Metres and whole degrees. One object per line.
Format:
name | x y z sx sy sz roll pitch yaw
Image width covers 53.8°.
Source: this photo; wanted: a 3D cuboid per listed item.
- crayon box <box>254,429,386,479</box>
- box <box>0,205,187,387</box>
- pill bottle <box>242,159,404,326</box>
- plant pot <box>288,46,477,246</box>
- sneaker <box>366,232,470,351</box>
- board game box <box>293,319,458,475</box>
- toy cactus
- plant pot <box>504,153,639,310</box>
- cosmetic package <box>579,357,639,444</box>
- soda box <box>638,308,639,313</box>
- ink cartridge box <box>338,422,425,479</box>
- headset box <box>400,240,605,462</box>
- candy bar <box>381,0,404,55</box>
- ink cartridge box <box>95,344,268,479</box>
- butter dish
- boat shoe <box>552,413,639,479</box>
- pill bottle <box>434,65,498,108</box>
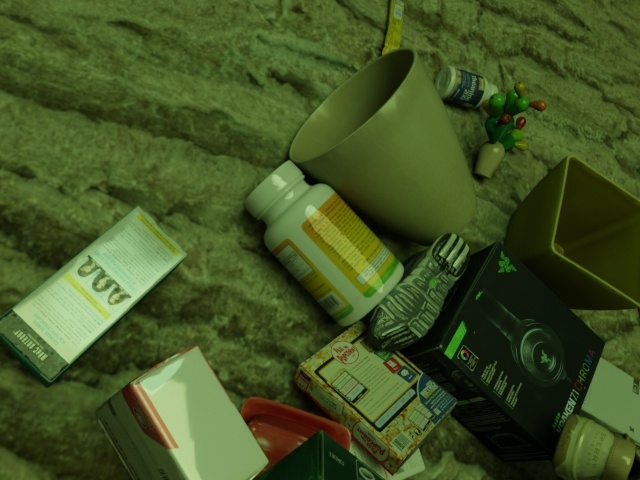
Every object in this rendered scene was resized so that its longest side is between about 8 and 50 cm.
crayon box | -0.042 0.386 0.735 0.203 0.323 0.083 42 18 -18
box | -0.300 0.070 0.839 0.100 0.060 0.244 45 58 -4
pill bottle | 0.000 0.000 0.969 0.246 0.136 0.136 47 58 -3
plant pot | 0.131 -0.126 1.045 0.274 0.256 0.257 46 56 -24
sneaker | 0.142 0.091 1.015 0.086 0.132 0.229 46 70 -4
board game box | 0.080 0.220 0.920 0.193 0.045 0.146 39 45 23
toy cactus | 0.362 -0.205 1.238 0.112 0.219 0.181 23 91 19
plant pot | 0.455 0.010 1.162 0.212 0.187 0.212 29 61 -13
cosmetic package | 0.529 0.303 1.147 0.231 0.085 0.117 31 60 -14
soda box | 0.719 0.106 1.312 0.083 0.092 0.264 6 69 -23
ink cartridge box | 0.051 0.313 0.917 0.181 0.061 0.105 -10 74 -29
headset box | 0.296 0.178 1.051 0.283 0.131 0.246 43 58 -5
candy bar | 0.150 -0.433 1.282 0.040 0.018 0.162 20 63 -23
ink cartridge box | -0.173 0.231 0.747 0.092 0.218 0.159 -29 86 -37
butter dish | -0.057 0.294 0.798 0.160 0.118 0.160 16 81 11
boat shoe | 0.457 0.360 0.989 0.341 0.110 0.122 34 73 -51
pill bottle | 0.296 -0.306 1.276 0.120 0.067 0.067 11 66 -22
